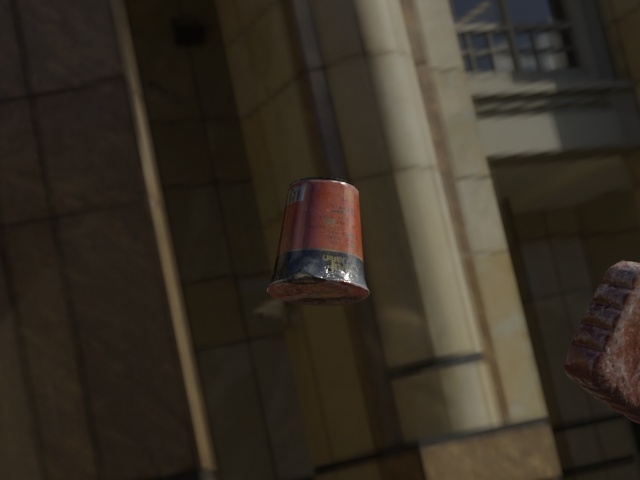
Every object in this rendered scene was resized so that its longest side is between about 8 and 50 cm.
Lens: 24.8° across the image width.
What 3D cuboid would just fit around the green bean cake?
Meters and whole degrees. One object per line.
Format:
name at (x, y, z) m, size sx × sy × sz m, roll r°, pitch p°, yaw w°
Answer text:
green bean cake at (0.313, 0.101, 1.434) m, size 0.136 × 0.135 × 0.056 m, roll 34°, pitch -11°, yaw -31°

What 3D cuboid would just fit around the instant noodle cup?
instant noodle cup at (-0.001, 0.001, 1.761) m, size 0.127 × 0.135 × 0.127 m, roll 2°, pitch -17°, yaw 1°
